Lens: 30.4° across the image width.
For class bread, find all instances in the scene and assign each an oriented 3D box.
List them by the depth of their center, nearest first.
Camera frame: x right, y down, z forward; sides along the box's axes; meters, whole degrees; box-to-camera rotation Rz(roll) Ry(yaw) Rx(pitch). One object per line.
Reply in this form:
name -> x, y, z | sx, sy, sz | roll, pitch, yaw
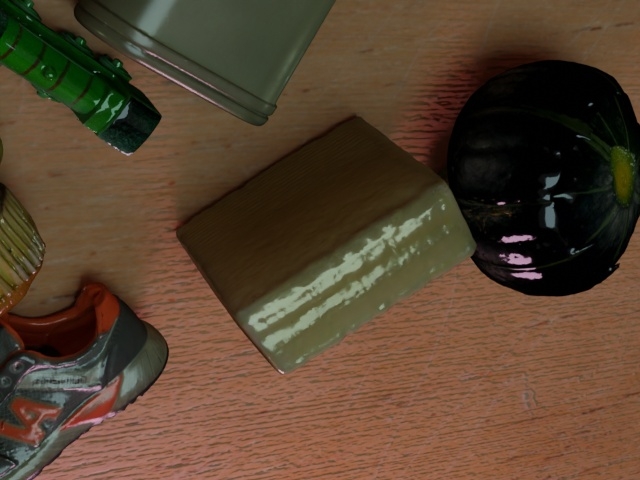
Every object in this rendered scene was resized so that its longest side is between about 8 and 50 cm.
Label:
bread -> -0.376, 0.030, 1.214 | 0.190, 0.132, 0.114 | -33, 129, -2

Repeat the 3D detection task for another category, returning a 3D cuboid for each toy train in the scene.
toy train -> -0.270, -0.178, 1.154 | 0.085, 0.119, 0.251 | -50, 131, 8

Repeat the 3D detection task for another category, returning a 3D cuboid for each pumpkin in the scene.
pumpkin -> 0.258, -0.077, 1.463 | 0.296, 0.296, 0.295 | -14, 125, -21

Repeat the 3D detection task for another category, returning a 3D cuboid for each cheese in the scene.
cheese -> 0.000, 0.000, 1.336 | 0.265, 0.242, 0.124 | -33, 120, -7

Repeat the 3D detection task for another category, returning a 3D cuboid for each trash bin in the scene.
trash bin -> -0.091, -0.273, 1.197 | 0.243, 0.121, 0.247 | 25, 101, -38

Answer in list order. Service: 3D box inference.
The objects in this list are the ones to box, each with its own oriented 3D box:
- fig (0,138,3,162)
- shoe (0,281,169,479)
fig -> -0.399, -0.072, 1.182 | 0.166, 0.093, 0.093 | -25, 132, 15
shoe -> -0.346, 0.160, 1.324 | 0.336, 0.132, 0.171 | -34, 125, -9
